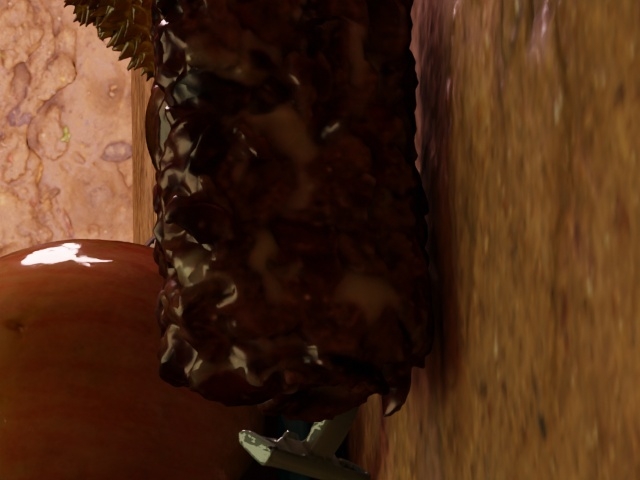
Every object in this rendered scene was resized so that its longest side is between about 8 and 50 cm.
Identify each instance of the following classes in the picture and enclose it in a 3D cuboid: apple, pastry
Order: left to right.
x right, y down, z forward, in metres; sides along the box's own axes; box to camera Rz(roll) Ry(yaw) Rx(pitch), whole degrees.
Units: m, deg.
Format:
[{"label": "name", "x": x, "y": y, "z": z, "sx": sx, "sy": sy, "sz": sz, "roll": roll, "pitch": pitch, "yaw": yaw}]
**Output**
[{"label": "apple", "x": -0.097, "y": 0.100, "z": 0.814, "sx": 0.209, "sy": 0.164, "sz": 0.209, "roll": -1, "pitch": -90, "yaw": -74}, {"label": "pastry", "x": -0.014, "y": -0.040, "z": 0.629, "sx": 0.115, "sy": 0.097, "sz": 0.208, "roll": 124, "pitch": 144, "yaw": -64}]

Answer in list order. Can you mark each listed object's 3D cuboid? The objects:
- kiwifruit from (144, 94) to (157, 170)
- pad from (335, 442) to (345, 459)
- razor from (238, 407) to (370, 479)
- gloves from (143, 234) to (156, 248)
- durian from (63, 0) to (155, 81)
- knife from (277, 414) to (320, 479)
[{"label": "kiwifruit", "x": -0.069, "y": -0.064, "z": 1.104, "sx": 0.124, "sy": 0.075, "sz": 0.075, "roll": -114, "pitch": 25, "yaw": -60}, {"label": "pad", "x": 0.001, "y": 0.121, "z": 0.852, "sx": 0.143, "sy": 0.003, "sz": 0.211, "roll": 102, "pitch": 165, "yaw": -53}, {"label": "razor", "x": 0.003, "y": 0.000, "z": 0.731, "sx": 0.068, "sy": 0.037, "sz": 0.191, "roll": 26, "pitch": -120, "yaw": -52}, {"label": "gloves", "x": -0.071, "y": 0.050, "z": 1.014, "sx": 0.127, "sy": 0.111, "sz": 0.212, "roll": -98, "pitch": 5, "yaw": -56}, {"label": "durian", "x": -0.088, "y": -0.179, "z": 1.036, "sx": 0.158, "sy": 0.137, "sz": 0.168, "roll": 58, "pitch": 163, "yaw": 34}, {"label": "knife", "x": -0.005, "y": 0.152, "z": 0.796, "sx": 0.044, "sy": 0.026, "sz": 0.296, "roll": -64, "pitch": -27, "yaw": -81}]
